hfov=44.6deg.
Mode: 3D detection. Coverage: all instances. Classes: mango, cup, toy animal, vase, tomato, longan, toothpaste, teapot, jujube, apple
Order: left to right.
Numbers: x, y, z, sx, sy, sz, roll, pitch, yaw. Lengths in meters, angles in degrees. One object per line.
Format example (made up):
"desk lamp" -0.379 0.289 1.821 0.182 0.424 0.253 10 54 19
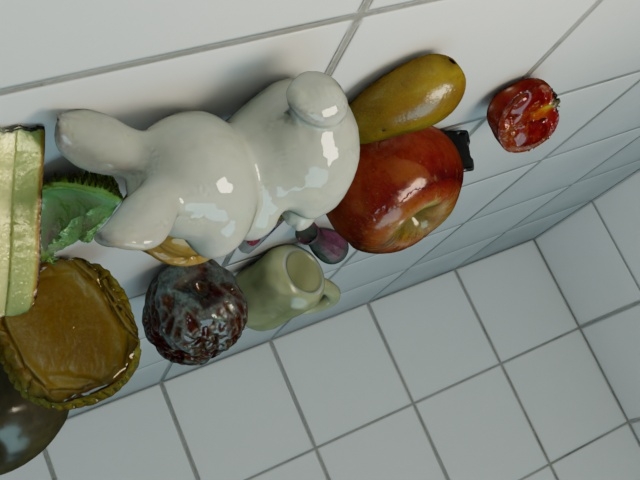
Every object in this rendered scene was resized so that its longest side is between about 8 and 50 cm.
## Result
"longan" -0.679 0.333 1.555 0.350 0.288 0.288 -14 165 -18
"jujube" -0.275 0.159 1.694 0.226 0.226 0.317 -18 164 -25
"toy animal" -0.129 -0.099 0.970 0.368 0.196 0.241 -19 159 -29
"toothpaste" -0.103 -0.038 1.605 0.067 0.042 0.194 -5 152 -48
"cup" -0.075 0.139 1.934 0.202 0.255 0.173 -33 -151 38
"vase" 0.000 0.000 1.867 0.086 0.086 0.214 -27 163 11
"apple" 0.123 -0.105 1.380 0.272 0.206 0.251 -20 156 -30
"mango" 0.117 -0.207 1.196 0.228 0.099 0.136 -22 177 32
"teapot" 0.236 -0.173 1.583 0.096 0.087 0.177 -11 179 44
"tomato" 0.381 -0.253 1.502 0.139 0.091 0.159 -34 140 3

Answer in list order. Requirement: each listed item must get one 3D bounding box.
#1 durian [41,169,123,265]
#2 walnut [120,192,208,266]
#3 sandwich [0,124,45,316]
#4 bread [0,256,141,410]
"durian" -0.344 -0.034 1.031 0.215 0.100 0.086 -32 164 28
"walnut" -0.200 -0.041 1.157 0.159 0.159 0.207 -34 169 37
"sandwich" -0.369 -0.016 0.886 0.144 0.187 0.117 -27 169 39
"bread" -0.428 0.158 1.323 0.228 0.253 0.142 -25 165 -14
